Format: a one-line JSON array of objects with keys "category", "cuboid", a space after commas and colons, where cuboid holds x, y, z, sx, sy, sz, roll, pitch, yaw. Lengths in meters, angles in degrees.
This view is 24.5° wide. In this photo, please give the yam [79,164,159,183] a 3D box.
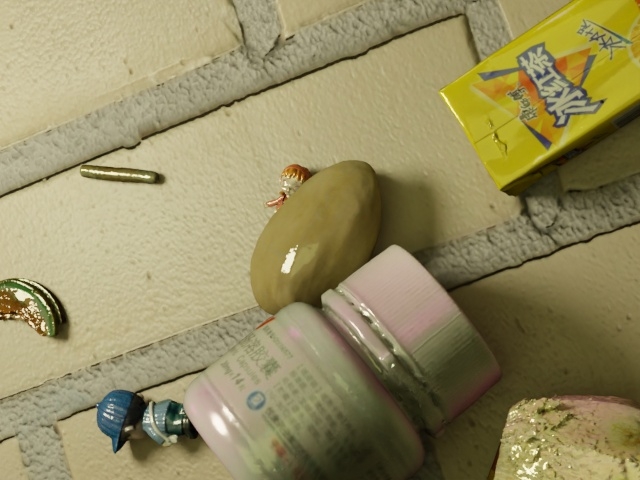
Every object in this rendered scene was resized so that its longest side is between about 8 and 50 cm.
[{"category": "yam", "cuboid": [-0.273, -0.090, 2.005, 0.116, 0.021, 0.021, 7, 90, 18]}]

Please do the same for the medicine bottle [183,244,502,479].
[{"category": "medicine bottle", "cuboid": [0.028, 0.182, 1.754, 0.325, 0.256, 0.256, -39, 77, -4]}]

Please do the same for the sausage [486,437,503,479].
[{"category": "sausage", "cuboid": [0.207, 0.336, 1.829, 0.029, 0.029, 0.223, 20, 94, 17]}]

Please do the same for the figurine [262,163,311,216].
[{"category": "figurine", "cuboid": [-0.043, -0.047, 1.919, 0.064, 0.047, 0.109, 20, 101, 11]}]

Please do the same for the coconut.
[{"category": "coconut", "cuboid": [0.325, 0.290, 1.693, 0.245, 0.233, 0.233, 9, 90, 19]}]

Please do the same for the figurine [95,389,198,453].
[{"category": "figurine", "cuboid": [-0.231, 0.234, 1.950, 0.136, 0.079, 0.077, -9, 43, 21]}]

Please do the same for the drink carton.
[{"category": "drink carton", "cuboid": [0.331, -0.211, 1.776, 0.351, 0.111, 0.154, -34, 77, 14]}]

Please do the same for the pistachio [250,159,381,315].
[{"category": "pistachio", "cuboid": [0.000, 0.000, 1.860, 0.136, 0.136, 0.226, 33, 90, 16]}]

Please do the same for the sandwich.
[{"category": "sandwich", "cuboid": [-0.412, 0.087, 2.036, 0.135, 0.029, 0.067, 16, 92, 18]}]
